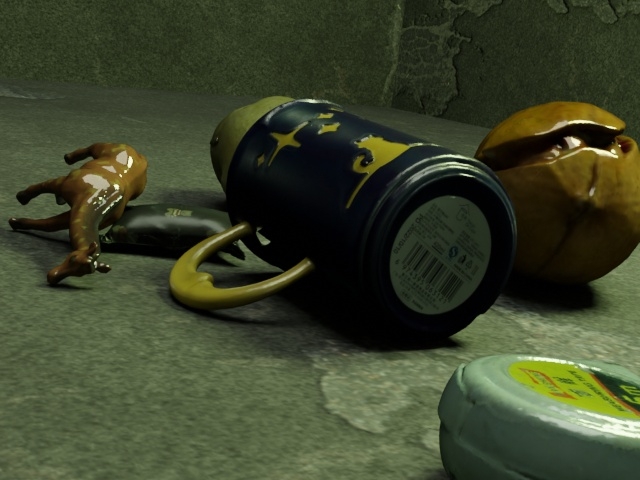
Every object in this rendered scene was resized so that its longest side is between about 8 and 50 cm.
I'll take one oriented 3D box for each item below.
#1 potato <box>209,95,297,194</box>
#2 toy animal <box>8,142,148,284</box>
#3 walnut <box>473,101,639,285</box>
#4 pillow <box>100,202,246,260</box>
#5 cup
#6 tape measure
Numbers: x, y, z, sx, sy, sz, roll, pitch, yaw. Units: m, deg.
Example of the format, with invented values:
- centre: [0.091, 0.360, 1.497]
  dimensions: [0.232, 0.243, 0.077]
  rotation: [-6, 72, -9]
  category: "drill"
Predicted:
- centre: [-0.056, -0.105, 1.357]
  dimensions: [0.177, 0.160, 0.235]
  rotation: [-11, 19, 10]
  category: "potato"
- centre: [-0.238, -0.029, 1.020]
  dimensions: [0.229, 0.066, 0.224]
  rotation: [3, 35, 39]
  category: "toy animal"
- centre: [0.260, -0.049, 1.175]
  dimensions: [0.208, 0.209, 0.336]
  rotation: [8, -1, 6]
  category: "walnut"
- centre: [-0.150, -0.013, 1.086]
  dimensions: [0.150, 0.048, 0.090]
  rotation: [6, 8, -3]
  category: "pillow"
- centre: [0.016, 0.009, 0.936]
  dimensions: [0.178, 0.255, 0.256]
  rotation: [44, -7, -32]
  category: "cup"
- centre: [0.160, 0.130, 0.483]
  dimensions: [0.163, 0.084, 0.330]
  rotation: [3, 11, -11]
  category: "tape measure"
